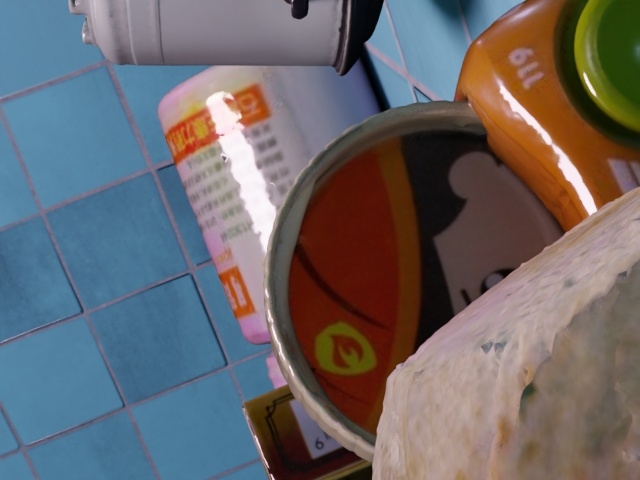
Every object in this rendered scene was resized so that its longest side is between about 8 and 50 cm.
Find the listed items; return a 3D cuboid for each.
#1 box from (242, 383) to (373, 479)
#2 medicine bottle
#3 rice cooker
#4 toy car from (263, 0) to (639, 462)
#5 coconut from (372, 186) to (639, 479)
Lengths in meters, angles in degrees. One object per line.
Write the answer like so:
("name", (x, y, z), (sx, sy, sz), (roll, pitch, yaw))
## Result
("box", (0.085, 0.104, 0.820), (0.159, 0.240, 0.071), (77, 169, -58))
("medicine bottle", (0.000, 0.000, 1.432), (0.219, 0.219, 0.388), (163, 85, -85))
("rice cooker", (-0.047, -0.229, 0.927), (0.280, 0.226, 0.241), (-96, 7, -57))
("toy car", (0.087, 0.020, 0.581), (0.145, 0.235, 0.235), (87, 161, -76))
("coconut", (0.136, 0.069, 0.379), (0.197, 0.237, 0.237), (55, 174, 5))
